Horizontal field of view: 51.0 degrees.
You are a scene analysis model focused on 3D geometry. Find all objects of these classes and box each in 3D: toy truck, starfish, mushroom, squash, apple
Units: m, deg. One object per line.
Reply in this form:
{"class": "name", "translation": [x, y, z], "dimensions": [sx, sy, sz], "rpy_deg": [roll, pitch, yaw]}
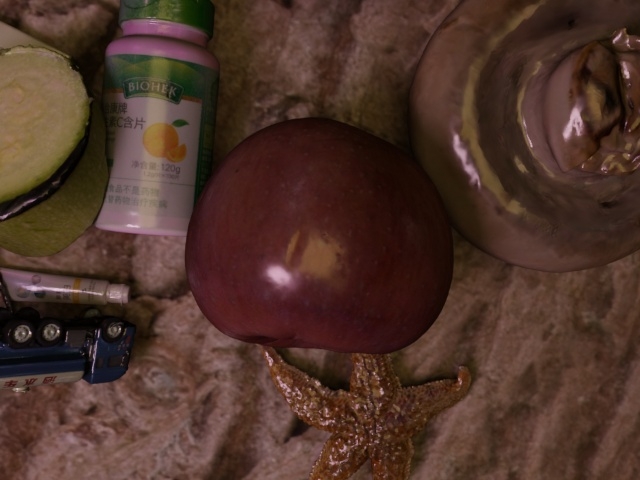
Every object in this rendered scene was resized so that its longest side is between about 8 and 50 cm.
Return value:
{"class": "toy truck", "translation": [-0.310, 0.124, 0.754], "dimensions": [0.201, 0.074, 0.088], "rpy_deg": [5, 93, -47]}
{"class": "starfish", "translation": [0.049, 0.243, 0.868], "dimensions": [0.299, 0.060, 0.303], "rpy_deg": [8, 93, -11]}
{"class": "mushroom", "translation": [0.284, -0.141, 0.758], "dimensions": [0.362, 0.294, 0.362], "rpy_deg": [-1, 95, -9]}
{"class": "squash", "translation": [-0.319, -0.098, 0.730], "dimensions": [0.220, 0.133, 0.220], "rpy_deg": [-5, 71, 15]}
{"class": "apple", "translation": [0.000, 0.000, 0.721], "dimensions": [0.305, 0.306, 0.235], "rpy_deg": [8, 80, -8]}

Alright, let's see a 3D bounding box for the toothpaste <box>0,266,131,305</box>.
{"class": "toothpaste", "translation": [-0.330, 0.058, 0.820], "dimensions": [0.190, 0.031, 0.048], "rpy_deg": [5, 99, -5]}

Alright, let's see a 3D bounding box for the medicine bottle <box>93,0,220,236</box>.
{"class": "medicine bottle", "translation": [-0.186, -0.145, 0.776], "dimensions": [0.133, 0.133, 0.274], "rpy_deg": [5, 91, -8]}

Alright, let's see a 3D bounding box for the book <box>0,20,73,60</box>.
{"class": "book", "translation": [-0.473, -0.191, 0.790], "dimensions": [0.295, 0.020, 0.208], "rpy_deg": [26, 90, -9]}

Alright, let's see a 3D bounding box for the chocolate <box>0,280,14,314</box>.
{"class": "chocolate", "translation": [-0.468, 0.112, 0.740], "dimensions": [0.221, 0.147, 0.221], "rpy_deg": [-1, 105, -3]}
